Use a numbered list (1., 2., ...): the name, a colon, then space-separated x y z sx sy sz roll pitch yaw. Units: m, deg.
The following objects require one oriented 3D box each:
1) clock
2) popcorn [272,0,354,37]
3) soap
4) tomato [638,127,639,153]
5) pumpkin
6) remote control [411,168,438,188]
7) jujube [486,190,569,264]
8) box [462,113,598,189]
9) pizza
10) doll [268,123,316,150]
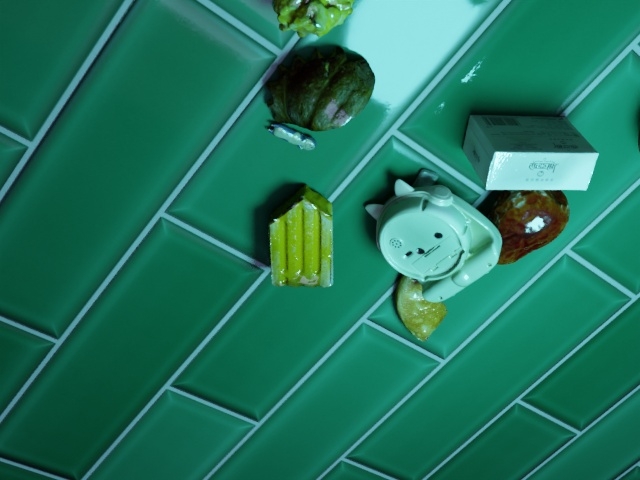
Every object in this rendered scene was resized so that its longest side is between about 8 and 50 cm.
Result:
1. clock: 0.267 -0.008 2.006 0.324 0.108 0.265 39 131 -11
2. popcorn: -0.011 -0.499 1.643 0.173 0.142 0.173 -2 100 -10
3. soap: -0.047 -0.009 1.995 0.160 0.080 0.257 1 119 2
4. tomato: 0.911 -0.241 1.924 0.265 0.265 0.265 -5 126 -7
5. pumpkin: -0.006 -0.329 1.754 0.254 0.149 0.130 -26 134 10
6. remote control: 0.252 -0.125 2.026 0.053 0.018 0.124 16 121 -19
7. jujube: 0.515 -0.042 2.044 0.190 0.190 0.255 16 129 -21
8. box: 0.494 -0.212 1.899 0.260 0.194 0.111 2 125 -11
9. pizza: 0.277 0.179 2.228 0.134 0.056 0.271 -22 125 8
10. doll: -0.065 -0.244 1.874 0.125 0.027 0.037 19 132 -23
